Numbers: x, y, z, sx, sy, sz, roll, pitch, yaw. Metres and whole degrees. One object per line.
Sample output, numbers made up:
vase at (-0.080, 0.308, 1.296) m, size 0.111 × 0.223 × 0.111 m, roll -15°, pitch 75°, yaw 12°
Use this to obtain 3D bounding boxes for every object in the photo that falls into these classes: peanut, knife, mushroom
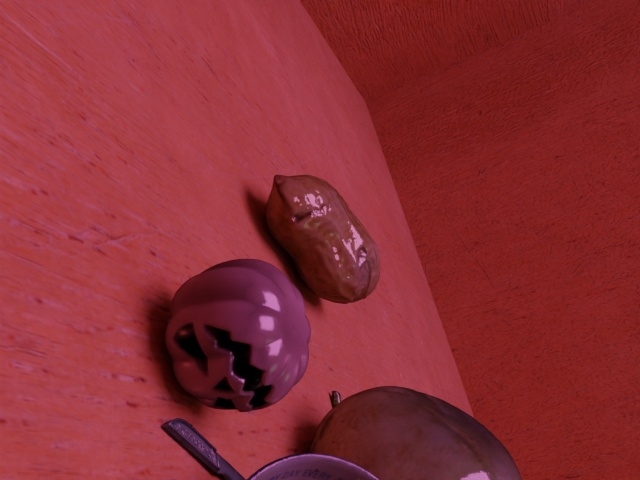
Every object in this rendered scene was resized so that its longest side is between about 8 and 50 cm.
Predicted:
peanut at (0.001, -0.004, 1.560) m, size 0.340 × 0.158 × 0.174 m, roll 56°, pitch 47°, yaw -29°
knife at (-0.118, 0.254, 0.937) m, size 0.028 × 0.015 × 0.210 m, roll -90°, pitch 155°, yaw -46°
mushroom at (0.139, 0.371, 1.240) m, size 0.352 × 0.260 × 0.352 m, roll 29°, pitch 9°, yaw -5°

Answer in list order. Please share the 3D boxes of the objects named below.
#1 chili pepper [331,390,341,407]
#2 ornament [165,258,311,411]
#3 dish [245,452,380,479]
chili pepper at (0.032, 0.305, 1.463) m, size 0.083 × 0.022 × 0.027 m, roll -98°, pitch -165°, yaw -48°
ornament at (-0.101, 0.111, 0.960) m, size 0.177 × 0.177 × 0.177 m, roll -22°, pitch 90°, yaw -77°
dish at (-0.017, 0.382, 0.878) m, size 0.273 × 0.134 × 0.273 m, roll 19°, pitch 48°, yaw -22°
